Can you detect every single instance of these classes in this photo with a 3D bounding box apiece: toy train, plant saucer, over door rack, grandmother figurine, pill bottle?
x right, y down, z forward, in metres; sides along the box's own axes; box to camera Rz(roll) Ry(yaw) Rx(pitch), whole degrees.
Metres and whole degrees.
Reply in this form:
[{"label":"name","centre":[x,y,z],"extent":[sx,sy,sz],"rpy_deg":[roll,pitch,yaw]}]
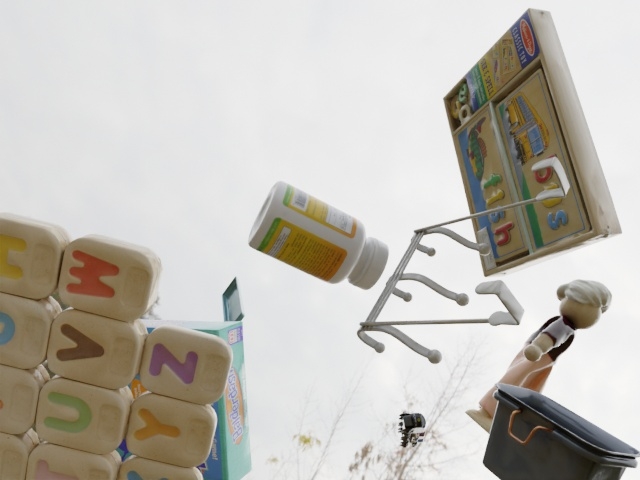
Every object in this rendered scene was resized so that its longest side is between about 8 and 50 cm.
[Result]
[{"label":"toy train","centre":[0.125,0.259,0.652],"extent":[0.036,0.027,0.158],"rpy_deg":[-8,-31,3]},{"label":"plant saucer","centre":[-0.211,0.154,1.155],"extent":[0.018,0.192,0.067],"rpy_deg":[33,-80,-24]},{"label":"over door rack","centre":[0.209,0.052,0.704],"extent":[0.108,0.240,0.324],"rpy_deg":[40,-30,-9]},{"label":"grandmother figurine","centre":[0.406,0.211,0.876],"extent":[0.104,0.342,0.208],"rpy_deg":[40,-3,18]},{"label":"pill bottle","centre":[0.000,0.000,0.902],"extent":[0.245,0.137,0.136],"rpy_deg":[26,-45,-14]}]

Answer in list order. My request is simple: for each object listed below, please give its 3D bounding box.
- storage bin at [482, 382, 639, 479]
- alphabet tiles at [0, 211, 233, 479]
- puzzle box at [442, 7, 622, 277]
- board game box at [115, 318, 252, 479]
[{"label":"storage bin","centre":[0.227,0.218,0.484],"extent":[0.135,0.098,0.091],"rpy_deg":[23,-86,64]},{"label":"alphabet tiles","centre":[-0.220,0.128,0.378],"extent":[0.277,0.021,0.285],"rpy_deg":[15,-81,-1]},{"label":"puzzle box","centre":[0.356,-0.159,0.871],"extent":[0.272,0.052,0.410],"rpy_deg":[136,-51,-63]},{"label":"board game box","centre":[-0.179,0.169,0.525],"extent":[0.210,0.047,0.160],"rpy_deg":[-4,-89,24]}]
